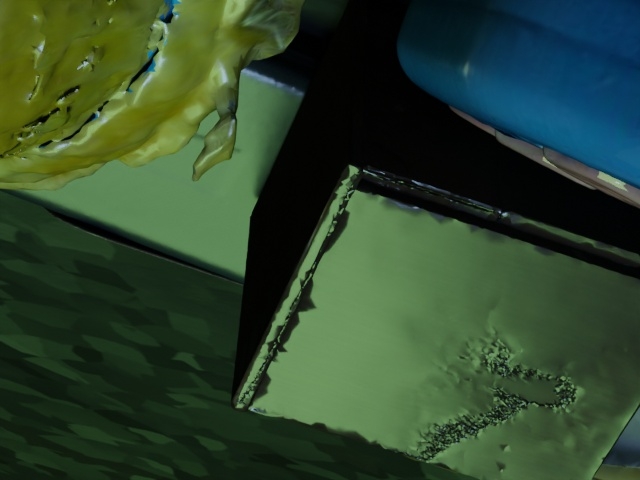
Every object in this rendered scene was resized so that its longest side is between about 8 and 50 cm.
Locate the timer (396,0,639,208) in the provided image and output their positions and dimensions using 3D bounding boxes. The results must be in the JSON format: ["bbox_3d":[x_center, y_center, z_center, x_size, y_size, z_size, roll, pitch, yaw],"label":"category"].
[{"bbox_3d":[0.195,-0.049,0.812,0.309,0.115,0.340,22,-174,-10],"label":"timer"}]

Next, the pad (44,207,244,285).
[{"bbox_3d":[-0.127,-0.017,1.286,0.176,0.002,0.266,20,-174,-28],"label":"pad"}]

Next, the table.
[{"bbox_3d":[0.077,0.001,1.026,0.193,0.169,0.172,19,126,-11],"label":"table"}]

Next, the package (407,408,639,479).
[{"bbox_3d":[0.208,0.115,1.313,0.311,0.165,0.221,1,155,40],"label":"package"}]

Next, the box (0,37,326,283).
[{"bbox_3d":[-0.093,-0.067,1.122,0.230,0.050,0.160,21,126,-12],"label":"box"}]

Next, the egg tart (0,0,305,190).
[{"bbox_3d":[-0.188,-0.153,0.785,0.388,0.169,0.388,14,135,14],"label":"egg tart"}]
